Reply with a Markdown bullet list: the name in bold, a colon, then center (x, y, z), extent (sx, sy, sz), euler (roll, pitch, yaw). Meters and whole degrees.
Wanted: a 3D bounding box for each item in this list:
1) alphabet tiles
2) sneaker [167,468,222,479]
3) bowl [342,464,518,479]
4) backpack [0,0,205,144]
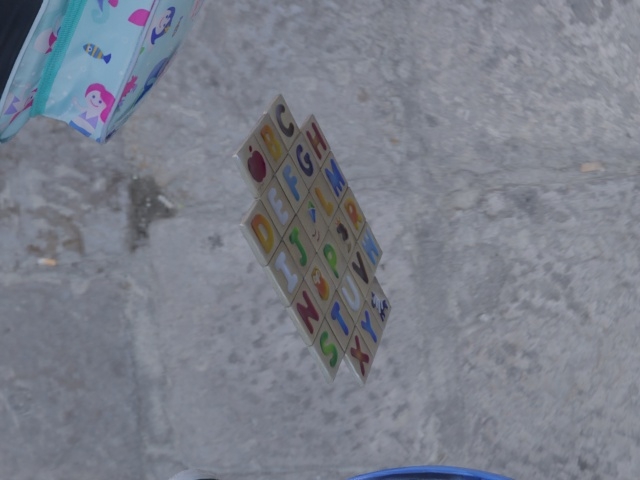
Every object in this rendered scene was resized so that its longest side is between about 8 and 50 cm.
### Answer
- **alphabet tiles**: center (0.000, 0.000, 1.211), extent (0.011, 0.285, 0.342), euler (-16, 115, 27)
- **sneaker**: center (-0.192, 0.375, 0.886), extent (0.147, 0.145, 0.385), euler (28, 97, 48)
- **bowl**: center (0.043, 0.307, 0.529), extent (0.391, 0.077, 0.391), euler (-21, 46, 23)
- **backpack**: center (-0.164, -0.195, 0.632), extent (0.191, 0.253, 0.225), euler (24, 112, -13)
